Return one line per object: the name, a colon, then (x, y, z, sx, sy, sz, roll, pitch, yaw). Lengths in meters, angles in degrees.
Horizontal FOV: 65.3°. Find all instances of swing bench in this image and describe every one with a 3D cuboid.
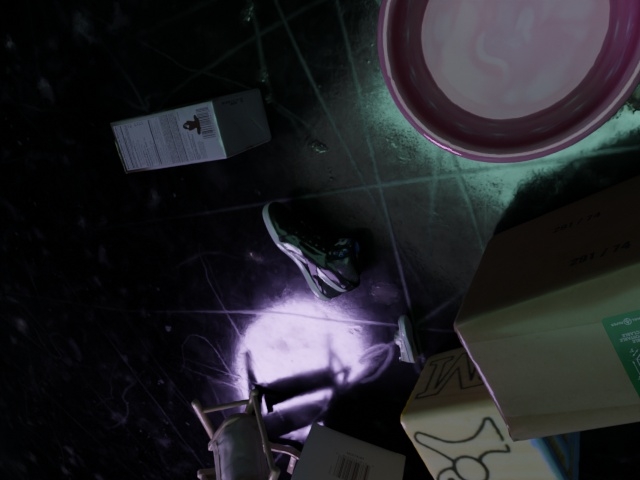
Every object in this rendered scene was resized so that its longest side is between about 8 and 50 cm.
swing bench: (-0.194, 0.521, 1.114, 0.165, 0.253, 0.254, -5, 116, -15)

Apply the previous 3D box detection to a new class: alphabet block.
alphabet block: (0.278, 0.288, 0.806, 0.197, 0.193, 0.192, -25, 97, 35)

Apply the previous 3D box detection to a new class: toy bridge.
toy bridge: (-0.064, 0.533, 1.207, 0.188, 0.026, 0.063, 25, 121, 18)

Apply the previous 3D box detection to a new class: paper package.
paper package: (0.355, 0.055, 0.587, 0.325, 0.309, 0.168, -27, 97, 34)

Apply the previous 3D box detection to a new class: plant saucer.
plant saucer: (0.242, -0.270, 0.643, 0.332, 0.084, 0.332, 12, 117, 24)

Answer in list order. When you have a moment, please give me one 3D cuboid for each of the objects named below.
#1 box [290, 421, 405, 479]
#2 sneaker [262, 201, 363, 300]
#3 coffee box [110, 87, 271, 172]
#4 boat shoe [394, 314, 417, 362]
box: (0.030, 0.602, 1.078, 0.215, 0.168, 0.345, 17, 119, 9)
sneaker: (0.000, 0.000, 0.909, 0.121, 0.079, 0.217, -28, 104, 32)
coffee box: (-0.234, -0.197, 0.906, 0.247, 0.141, 0.098, -2, 111, 31)
boat shoe: (0.153, 0.183, 0.926, 0.035, 0.035, 0.100, -5, 116, 28)
